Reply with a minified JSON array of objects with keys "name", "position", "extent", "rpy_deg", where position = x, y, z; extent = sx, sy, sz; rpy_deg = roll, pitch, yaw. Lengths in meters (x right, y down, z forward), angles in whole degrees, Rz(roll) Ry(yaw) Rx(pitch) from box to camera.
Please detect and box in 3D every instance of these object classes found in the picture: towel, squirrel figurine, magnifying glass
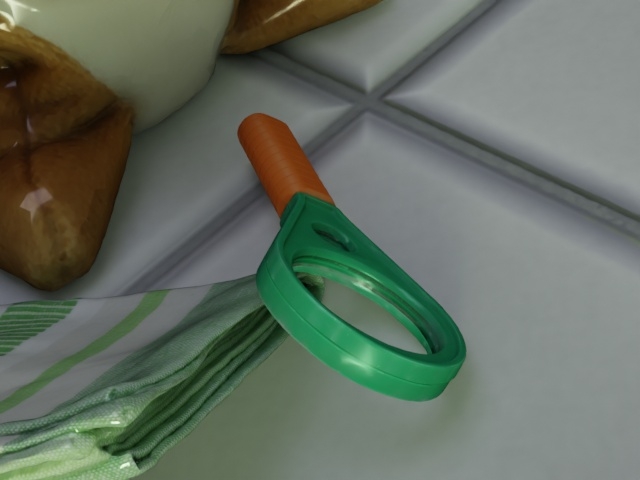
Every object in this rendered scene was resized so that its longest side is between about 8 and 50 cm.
[{"name":"towel","position":[-0.185,0.056,0.678],"extent":[0.325,0.038,0.248],"rpy_deg":[-6,10,16]},{"name":"squirrel figurine","position":[-0.196,-0.244,0.837],"extent":[0.281,0.370,0.397],"rpy_deg":[-40,44,-20]},{"name":"magnifying glass","position":[0.000,0.000,0.731],"extent":[0.026,0.092,0.231],"rpy_deg":[-59,28,20]}]
